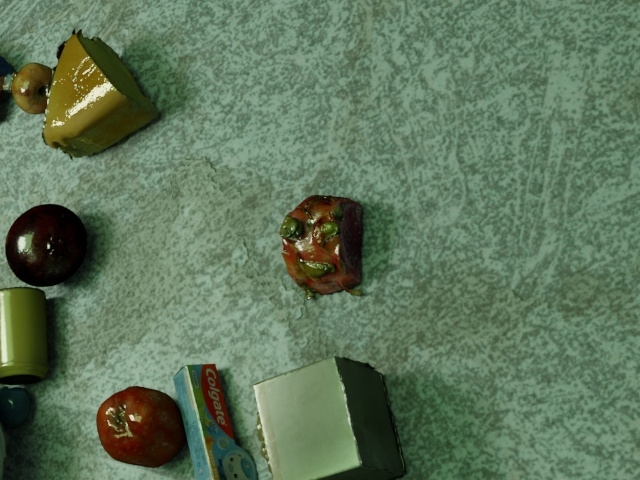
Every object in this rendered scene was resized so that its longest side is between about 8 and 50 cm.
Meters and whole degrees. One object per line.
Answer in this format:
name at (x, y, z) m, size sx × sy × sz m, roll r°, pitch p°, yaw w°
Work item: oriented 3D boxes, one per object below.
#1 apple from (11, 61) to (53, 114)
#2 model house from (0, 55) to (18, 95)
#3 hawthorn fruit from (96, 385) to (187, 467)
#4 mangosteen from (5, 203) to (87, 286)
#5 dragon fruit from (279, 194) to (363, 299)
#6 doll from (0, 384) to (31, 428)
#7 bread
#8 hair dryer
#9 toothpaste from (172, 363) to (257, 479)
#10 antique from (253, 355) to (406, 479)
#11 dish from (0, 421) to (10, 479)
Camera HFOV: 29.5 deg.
apple at (-0.459, -0.245, 1.968) m, size 0.071 × 0.084 × 0.084 m, roll 16°, pitch 83°, yaw 59°
model house at (-0.567, -0.258, 2.016) m, size 0.148 × 0.119 × 0.148 m, roll 7°, pitch 79°, yaw 22°
hawthorn fruit at (-0.248, 0.257, 1.681) m, size 0.128 × 0.128 × 0.128 m, roll -8°, pitch 72°, yaw 27°
mangosteen at (-0.424, 0.008, 1.856) m, size 0.140 × 0.140 × 0.140 m, roll -8°, pitch 72°, yaw 27°
dragon fruit at (0.000, 0.000, 1.631) m, size 0.102 × 0.096 × 0.147 m, roll -3°, pitch 76°, yaw 25°
doll at (-0.477, 0.257, 1.848) m, size 0.083 × 0.050 × 0.076 m, roll -1°, pitch 80°, yaw 27°
bread at (-0.358, -0.231, 1.876) m, size 0.169 × 0.140 × 0.160 m, roll -29°, pitch 69°, yaw 20°
hair dryer at (-0.536, 0.172, 1.892) m, size 0.278 × 0.090 × 0.135 m, roll -18°, pitch 70°, yaw 30°
toothpaste at (-0.143, 0.264, 1.662) m, size 0.044 × 0.070 × 0.193 m, roll -43°, pitch 55°, yaw 46°
antique at (0.007, 0.239, 1.525) m, size 0.147 × 0.152 × 0.147 m, roll -22°, pitch 68°, yaw 19°
dish at (-0.559, 0.307, 1.817) m, size 0.316 × 0.106 × 0.317 m, roll 8°, pitch 103°, yaw 35°
